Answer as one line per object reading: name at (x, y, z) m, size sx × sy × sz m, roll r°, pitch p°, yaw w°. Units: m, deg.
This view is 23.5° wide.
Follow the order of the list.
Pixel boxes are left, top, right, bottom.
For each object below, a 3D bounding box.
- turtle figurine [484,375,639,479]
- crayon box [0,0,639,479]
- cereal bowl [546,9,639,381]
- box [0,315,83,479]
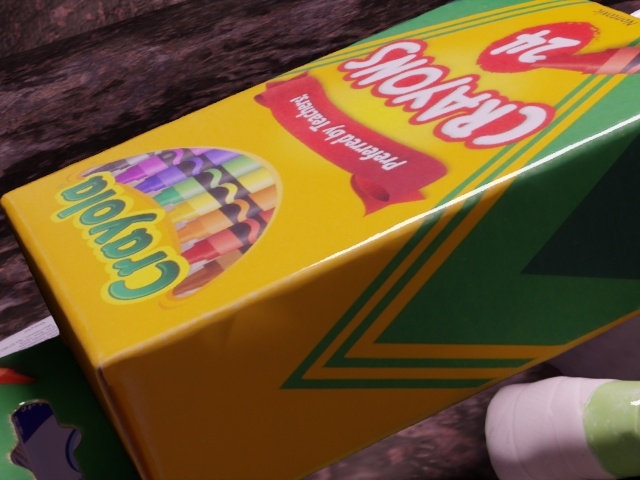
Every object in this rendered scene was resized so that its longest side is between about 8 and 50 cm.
turtle figurine at (0.205, 0.080, 0.491) m, size 0.266 × 0.197 × 0.275 m, roll -23°, pitch 9°, yaw 40°
crayon box at (0.000, 0.000, 0.619) m, size 0.319 × 0.081 × 0.202 m, roll -25°, pitch 26°, yaw -13°
cereal bowl at (0.245, -0.018, 0.729) m, size 0.339 × 0.141 × 0.339 m, roll -20°, pitch 25°, yaw 10°
box at (-0.087, 0.097, 0.746) m, size 0.126 × 0.137 × 0.072 m, roll -28°, pitch 24°, yaw -27°
